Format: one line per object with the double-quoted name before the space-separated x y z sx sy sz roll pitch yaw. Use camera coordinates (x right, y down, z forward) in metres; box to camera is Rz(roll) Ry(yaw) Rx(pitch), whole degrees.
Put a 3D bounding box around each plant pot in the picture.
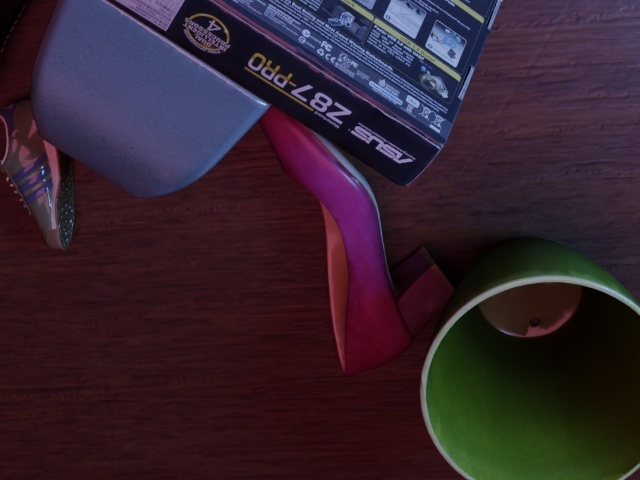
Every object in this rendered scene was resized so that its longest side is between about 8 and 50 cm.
"plant pot" 0.252 0.110 1.671 0.274 0.293 0.275 1 112 3
"plant pot" -0.187 -0.195 1.615 0.248 0.247 0.252 32 127 -9

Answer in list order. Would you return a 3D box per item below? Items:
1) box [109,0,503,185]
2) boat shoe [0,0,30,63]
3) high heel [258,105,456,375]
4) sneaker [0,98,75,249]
"box" -0.007 -0.284 1.523 0.395 0.318 0.097 31 142 -9
"boat shoe" -0.318 -0.352 1.590 0.156 0.187 0.500 25 106 0
"high heel" 0.000 0.000 1.728 0.181 0.127 0.377 -39 108 6
"sneaker" -0.355 -0.084 1.763 0.086 0.064 0.192 4 112 10
